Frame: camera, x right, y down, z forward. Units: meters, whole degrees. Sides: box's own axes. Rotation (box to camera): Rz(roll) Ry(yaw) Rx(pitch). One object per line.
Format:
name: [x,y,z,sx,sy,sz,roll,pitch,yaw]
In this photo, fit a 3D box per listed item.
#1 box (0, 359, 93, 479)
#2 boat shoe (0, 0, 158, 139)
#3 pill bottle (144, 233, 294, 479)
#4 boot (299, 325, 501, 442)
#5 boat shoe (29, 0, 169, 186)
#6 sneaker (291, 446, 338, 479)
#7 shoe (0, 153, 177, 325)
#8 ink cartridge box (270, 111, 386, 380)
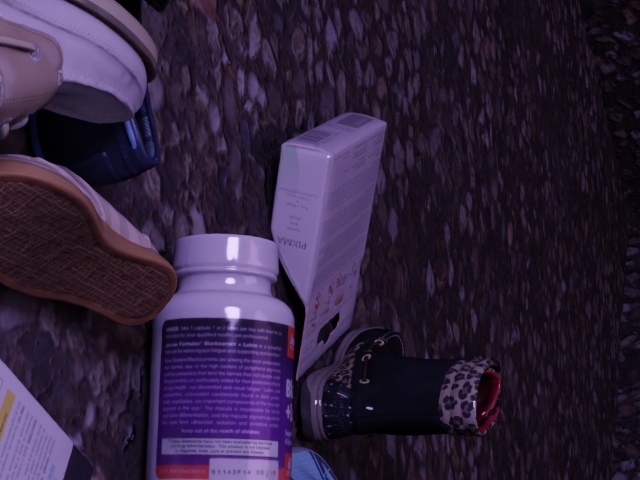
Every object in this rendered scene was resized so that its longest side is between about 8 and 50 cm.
box: [-0.210,0.106,0.782,0.244,0.060,0.101,63,31,-47]
boat shoe: [-0.199,-0.104,0.787,0.302,0.113,0.103,23,67,-56]
pill bottle: [-0.073,0.097,1.085,0.108,0.108,0.194,27,62,-67]
boot: [0.096,0.141,1.436,0.236,0.178,0.085,-31,116,-67]
boat shoe: [-0.136,-0.164,0.978,0.109,0.089,0.258,-4,91,-70]
sneaker: [0.022,0.248,1.186,0.125,0.104,0.262,-61,-151,26]
shoe: [-0.169,-0.003,0.928,0.076,0.058,0.219,-45,149,1]
ink cartridge box: [0.000,0.000,1.415,0.181,0.056,0.225,-36,140,-66]
